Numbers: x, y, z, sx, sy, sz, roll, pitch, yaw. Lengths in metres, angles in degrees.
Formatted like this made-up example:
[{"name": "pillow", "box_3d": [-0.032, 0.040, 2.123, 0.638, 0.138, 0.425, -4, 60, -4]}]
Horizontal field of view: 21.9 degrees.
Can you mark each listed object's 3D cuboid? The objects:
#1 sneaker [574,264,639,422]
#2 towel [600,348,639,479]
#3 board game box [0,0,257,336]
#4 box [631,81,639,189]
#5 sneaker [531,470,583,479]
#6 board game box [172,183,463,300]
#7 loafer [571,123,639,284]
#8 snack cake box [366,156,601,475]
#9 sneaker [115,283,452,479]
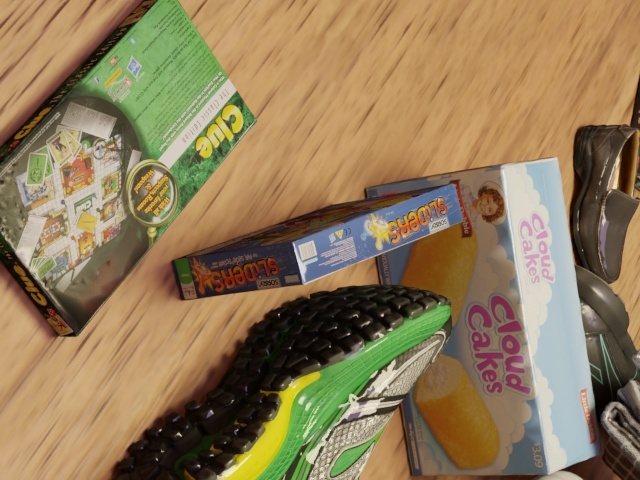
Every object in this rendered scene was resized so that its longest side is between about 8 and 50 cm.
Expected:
[{"name": "sneaker", "box_3d": [0.279, 0.140, 1.648, 0.106, 0.101, 0.267, -49, 120, -16]}, {"name": "towel", "box_3d": [0.365, 0.236, 1.475, 0.283, 0.121, 0.235, 49, 4, 20]}, {"name": "board game box", "box_3d": [-0.153, -0.063, 1.245, 0.136, 0.030, 0.259, 56, 49, -23]}, {"name": "box", "box_3d": [0.415, -0.140, 1.850, 0.159, 0.044, 0.233, 34, 61, -40]}, {"name": "sneaker", "box_3d": [0.120, 0.323, 1.370, 0.169, 0.108, 0.292, 16, 98, -42]}, {"name": "board game box", "box_3d": [0.000, 0.000, 1.320, 0.201, 0.136, 0.035, -20, 99, -46]}, {"name": "loafer", "box_3d": [0.298, -0.038, 1.697, 0.062, 0.061, 0.170, 5, 81, -47]}, {"name": "snack cake box", "box_3d": [0.143, 0.069, 1.451, 0.089, 0.152, 0.264, -10, 92, -47]}, {"name": "sneaker", "box_3d": [-0.013, 0.151, 1.310, 0.343, 0.134, 0.146, -40, 120, -33]}]
